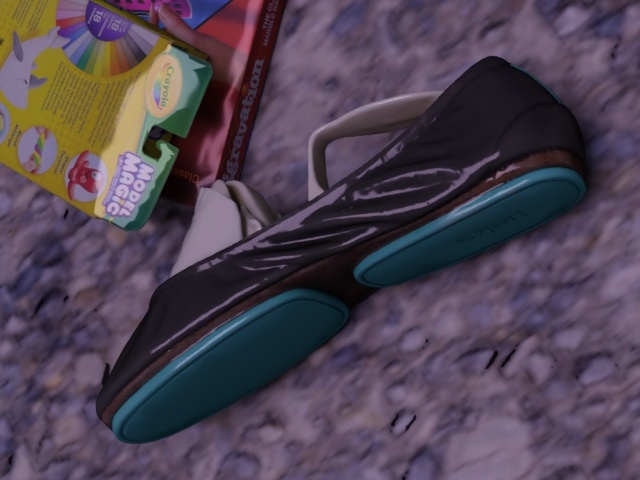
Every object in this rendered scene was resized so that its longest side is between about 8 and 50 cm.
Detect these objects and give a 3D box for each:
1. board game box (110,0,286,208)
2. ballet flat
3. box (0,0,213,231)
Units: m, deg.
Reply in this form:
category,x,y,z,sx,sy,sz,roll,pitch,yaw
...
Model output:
category,x,y,z,sx,sy,sz,roll,pitch,yaw
board game box,-0.156,-0.119,0.923,0.281,0.027,0.145,17,95,26
ballet flat,0.000,0.000,0.808,0.280,0.095,0.096,-29,64,11
box,-0.139,-0.084,0.873,0.179,0.043,0.105,30,100,27
